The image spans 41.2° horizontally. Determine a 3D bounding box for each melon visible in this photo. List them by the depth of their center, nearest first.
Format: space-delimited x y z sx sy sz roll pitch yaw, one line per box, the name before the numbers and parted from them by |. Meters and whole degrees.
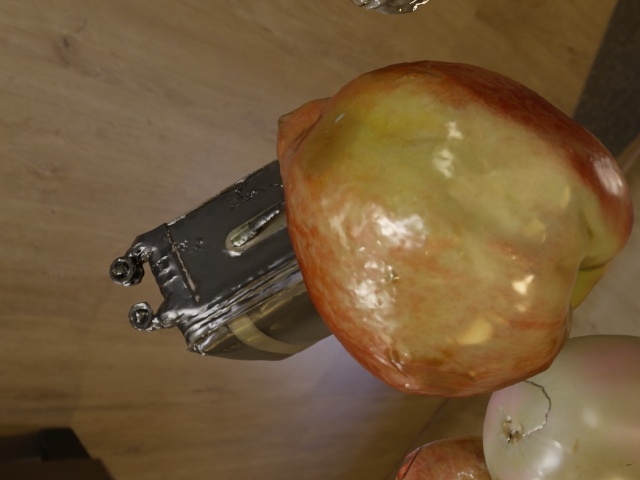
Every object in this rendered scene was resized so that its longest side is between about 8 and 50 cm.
melon | 0.314 0.209 0.888 0.316 0.223 0.223 11 119 -29

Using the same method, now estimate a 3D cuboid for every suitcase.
suitcase | 0.000 0.000 1.021 0.433 0.194 0.283 -31 162 12

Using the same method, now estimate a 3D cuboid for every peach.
peach | 0.077 -0.019 0.605 0.232 0.256 0.232 -50 158 -29

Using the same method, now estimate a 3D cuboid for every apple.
apple | 0.185 0.355 1.100 0.209 0.209 0.164 -40 173 -11

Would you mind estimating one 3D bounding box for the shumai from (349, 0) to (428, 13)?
shumai | 0.077 -0.271 0.735 0.205 0.166 0.175 -32 173 -7
